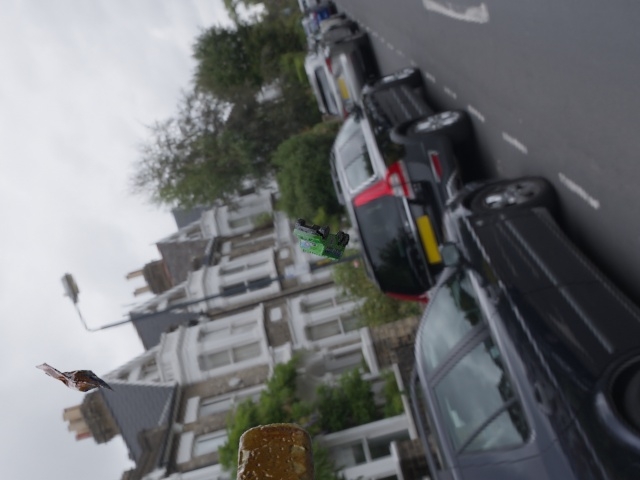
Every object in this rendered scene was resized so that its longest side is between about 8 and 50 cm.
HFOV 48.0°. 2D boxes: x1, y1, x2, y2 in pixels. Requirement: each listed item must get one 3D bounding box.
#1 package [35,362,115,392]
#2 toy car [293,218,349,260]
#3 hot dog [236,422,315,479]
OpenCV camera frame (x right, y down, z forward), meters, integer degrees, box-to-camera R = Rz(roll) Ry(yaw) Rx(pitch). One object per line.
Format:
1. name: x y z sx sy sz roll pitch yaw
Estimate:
1. package: -0.358 0.204 1.054 0.111 0.033 0.077 27 176 -42
2. toy car: 0.000 0.000 1.476 0.165 0.071 0.062 19 -93 -68
3. hot dog: -0.094 0.614 1.641 0.405 0.185 0.223 -97 0 -66
